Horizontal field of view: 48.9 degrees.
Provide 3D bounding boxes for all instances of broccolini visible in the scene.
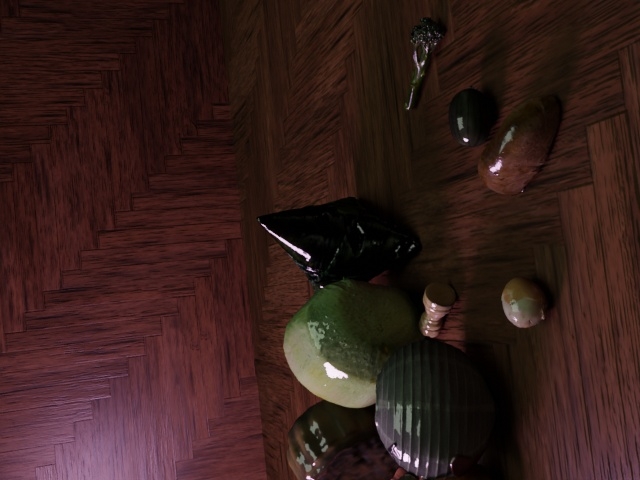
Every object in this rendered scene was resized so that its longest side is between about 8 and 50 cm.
[{"bbox_3d":[0.200,-0.353,1.456,0.216,0.067,0.058,104,-168,-45],"label":"broccolini"}]

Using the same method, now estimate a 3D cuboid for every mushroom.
[{"bbox_3d":[0.309,-0.139,1.134,0.209,0.094,0.072,114,149,-49],"label":"mushroom"}]

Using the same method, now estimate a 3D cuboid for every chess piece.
[{"bbox_3d":[0.239,0.150,1.468,0.122,0.066,0.066,97,159,-45],"label":"chess piece"}]

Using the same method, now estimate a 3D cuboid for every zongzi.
[{"bbox_3d":[0.000,0.000,1.702,0.383,0.362,0.319,162,121,-74],"label":"zongzi"}]

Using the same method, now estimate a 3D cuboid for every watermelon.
[{"bbox_3d":[0.267,-0.221,1.258,0.078,0.078,0.110,155,109,-71],"label":"watermelon"}]

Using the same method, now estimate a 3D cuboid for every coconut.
[{"bbox_3d":[0.075,0.230,1.609,0.281,0.328,0.328,66,156,22],"label":"coconut"}]

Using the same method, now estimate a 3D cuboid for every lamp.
[{"bbox_3d":[0.216,0.317,1.321,0.265,0.233,0.233,-77,-4,-54],"label":"lamp"}]

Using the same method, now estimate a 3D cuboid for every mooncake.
[{"bbox_3d":[0.066,0.514,1.732,0.161,0.290,0.290,-125,34,-48],"label":"mooncake"}]

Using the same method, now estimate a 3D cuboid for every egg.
[{"bbox_3d":[0.331,0.099,1.152,0.071,0.071,0.083,104,158,-44],"label":"egg"}]

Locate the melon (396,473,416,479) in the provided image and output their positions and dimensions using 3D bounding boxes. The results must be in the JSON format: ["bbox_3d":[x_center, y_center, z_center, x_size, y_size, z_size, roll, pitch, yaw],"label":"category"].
[{"bbox_3d":[0.177,0.656,1.720,0.093,0.139,0.202,47,142,27],"label":"melon"}]

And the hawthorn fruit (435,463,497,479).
[{"bbox_3d":[0.288,0.494,1.330,0.189,0.149,0.149,-14,79,31],"label":"hawthorn fruit"}]
